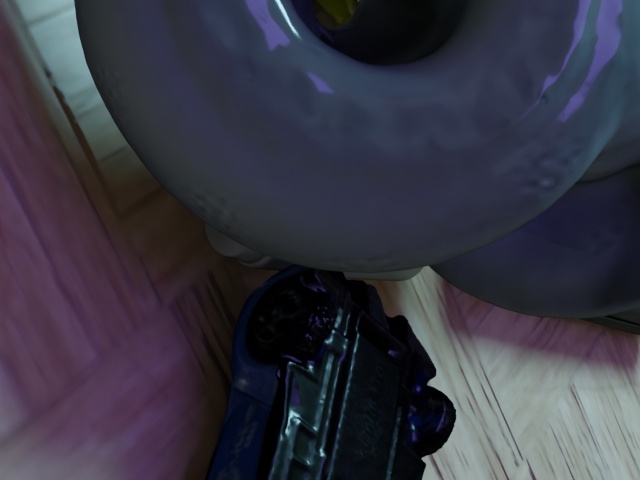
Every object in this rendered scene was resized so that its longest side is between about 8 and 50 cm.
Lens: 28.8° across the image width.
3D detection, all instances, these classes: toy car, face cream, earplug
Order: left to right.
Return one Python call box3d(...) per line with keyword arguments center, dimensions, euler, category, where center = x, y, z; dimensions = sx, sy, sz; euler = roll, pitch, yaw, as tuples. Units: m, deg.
box3d(center=(-0.008, 0.110, 0.475), dimensions=(0.103, 0.063, 0.216), euler=(42, 48, -37), category="toy car")
box3d(center=(0.000, 0.000, 0.553), dimensions=(0.130, 0.034, 0.034), euler=(5, 74, -52), category="face cream")
box3d(center=(0.055, -0.078, 0.512), dimensions=(0.325, 0.175, 0.214), euler=(23, 87, -39), category="earplug")

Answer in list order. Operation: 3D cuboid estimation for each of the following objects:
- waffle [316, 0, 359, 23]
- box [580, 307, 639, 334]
box3d(center=(0.044, -0.221, 0.627), dimensions=(0.243, 0.059, 0.237), euler=(2, 99, -64), category="waffle")
box3d(center=(0.166, -0.004, 0.762), dimensions=(0.244, 0.055, 0.103), euler=(15, 65, -50), category="box")
